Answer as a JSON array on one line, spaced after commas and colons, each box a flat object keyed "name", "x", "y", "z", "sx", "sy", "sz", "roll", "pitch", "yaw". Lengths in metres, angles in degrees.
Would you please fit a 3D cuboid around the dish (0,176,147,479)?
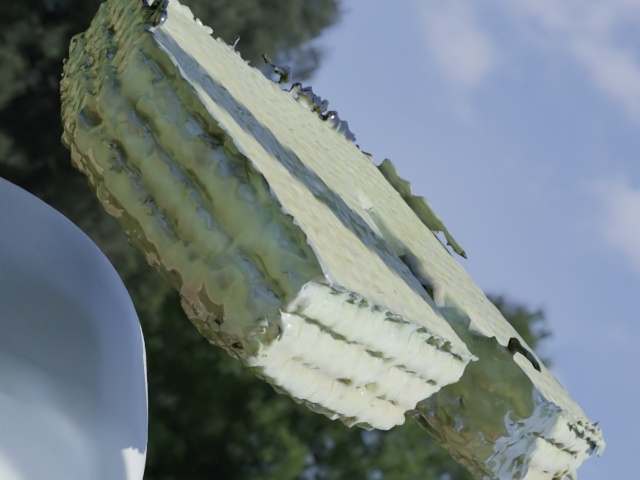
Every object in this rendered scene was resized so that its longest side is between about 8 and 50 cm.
[{"name": "dish", "x": -0.173, "y": 0.088, "z": 0.626, "sx": 0.117, "sy": 0.256, "sz": 0.256, "roll": -114, "pitch": -172, "yaw": -58}]

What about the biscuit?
[{"name": "biscuit", "x": 0.000, "y": 0.000, "z": 0.575, "sx": 0.147, "sy": 0.046, "sz": 0.250, "roll": 51, "pitch": 8, "yaw": 24}]
